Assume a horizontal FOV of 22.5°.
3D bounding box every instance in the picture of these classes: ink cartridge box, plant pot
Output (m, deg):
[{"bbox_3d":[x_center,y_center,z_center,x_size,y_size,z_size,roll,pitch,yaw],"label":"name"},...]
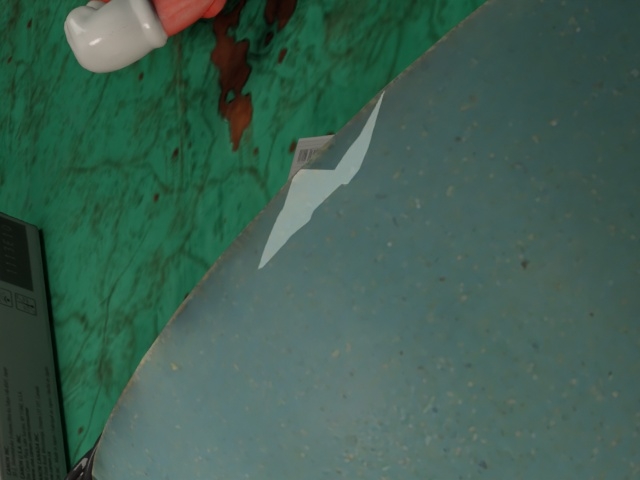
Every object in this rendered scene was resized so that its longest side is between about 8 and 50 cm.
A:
[{"bbox_3d":[-0.270,0.148,1.133,0.239,0.060,0.275,-47,38,27],"label":"ink cartridge box"},{"bbox_3d":[0.106,0.059,0.487,0.195,0.290,0.290,49,118,15],"label":"plant pot"}]

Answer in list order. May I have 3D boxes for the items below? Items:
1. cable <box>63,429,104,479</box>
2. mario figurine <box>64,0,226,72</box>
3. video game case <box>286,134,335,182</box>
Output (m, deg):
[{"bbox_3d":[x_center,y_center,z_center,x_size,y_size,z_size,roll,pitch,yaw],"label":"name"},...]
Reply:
[{"bbox_3d":[-0.093,0.153,0.893,0.184,0.047,0.151,-39,47,33],"label":"cable"},{"bbox_3d":[-0.077,-0.218,0.963,0.320,0.170,0.198,-7,30,45],"label":"mario figurine"},{"bbox_3d":[0.000,0.000,0.874,0.087,0.011,0.122,-1,70,55],"label":"video game case"}]
